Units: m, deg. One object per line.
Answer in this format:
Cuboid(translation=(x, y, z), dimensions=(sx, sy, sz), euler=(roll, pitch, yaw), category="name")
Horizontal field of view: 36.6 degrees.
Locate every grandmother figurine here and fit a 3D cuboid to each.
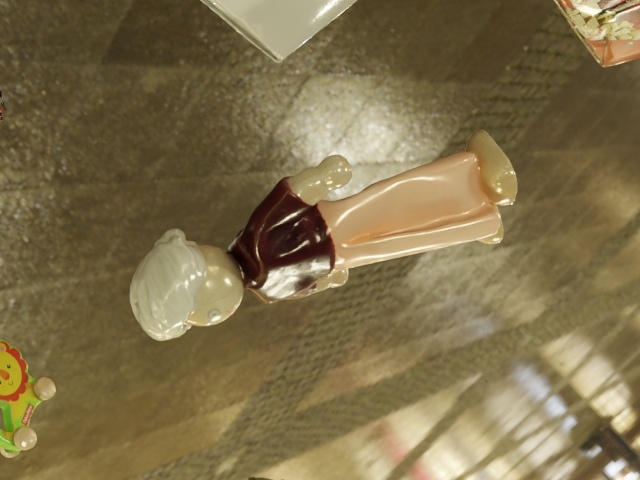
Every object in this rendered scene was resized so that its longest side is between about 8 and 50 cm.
Cuboid(translation=(0.000, 0.000, 0.844), dimensions=(0.342, 0.104, 0.207), euler=(-20, 142, -12), category="grandmother figurine")

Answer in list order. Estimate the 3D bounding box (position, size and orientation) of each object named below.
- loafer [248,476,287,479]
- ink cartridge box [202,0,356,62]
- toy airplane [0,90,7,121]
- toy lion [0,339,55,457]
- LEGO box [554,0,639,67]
Cuboid(translation=(-0.091, 0.305, 0.783), dimensions=(0.096, 0.084, 0.267), euler=(-68, 173, -71), category="loafer")
Cuboid(translation=(-0.060, -0.314, 0.713), dimensions=(0.198, 0.270, 0.197), euler=(-37, 163, 10), category="ink cartridge box")
Cuboid(translation=(-0.355, -0.112, 1.005), dimensions=(0.028, 0.151, 0.151), euler=(4, 152, 3), category="toy airplane")
Cuboid(translation=(-0.318, 0.151, 0.965), dimensions=(0.034, 0.100, 0.096), euler=(-27, 124, 29), category="toy lion")
Cuboid(translation=(0.376, -0.465, 0.883), dimensions=(0.373, 0.500, 0.193), euler=(-13, 160, 28), category="LEGO box")
